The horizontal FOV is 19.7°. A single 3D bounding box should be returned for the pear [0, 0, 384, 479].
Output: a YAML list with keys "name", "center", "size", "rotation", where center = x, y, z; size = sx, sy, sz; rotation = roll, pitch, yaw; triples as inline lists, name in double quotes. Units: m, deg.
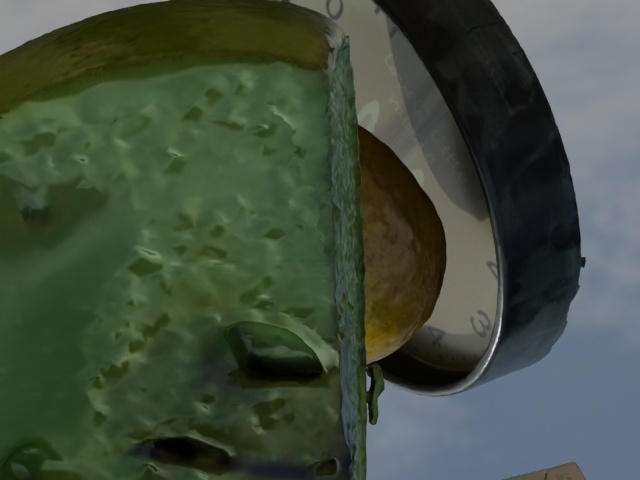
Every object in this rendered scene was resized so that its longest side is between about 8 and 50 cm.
- name: "pear"
  center: [-0.127, 0.052, 0.895]
  size: [0.318, 0.342, 0.238]
  rotation: [-2, -161, 1]

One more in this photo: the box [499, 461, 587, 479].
- name: "box"
  center: [0.108, 0.207, 1.274]
  size: [0.154, 0.084, 0.040]
  rotation: [-11, -135, -15]

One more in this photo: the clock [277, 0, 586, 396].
- name: "clock"
  center: [0.048, -0.060, 1.416]
  size: [0.076, 0.386, 0.386]
  rotation: [-26, -164, -26]

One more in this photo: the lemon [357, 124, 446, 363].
- name: "lemon"
  center: [0.000, 0.000, 1.292]
  size: [0.170, 0.207, 0.170]
  rotation: [-38, -162, 15]
